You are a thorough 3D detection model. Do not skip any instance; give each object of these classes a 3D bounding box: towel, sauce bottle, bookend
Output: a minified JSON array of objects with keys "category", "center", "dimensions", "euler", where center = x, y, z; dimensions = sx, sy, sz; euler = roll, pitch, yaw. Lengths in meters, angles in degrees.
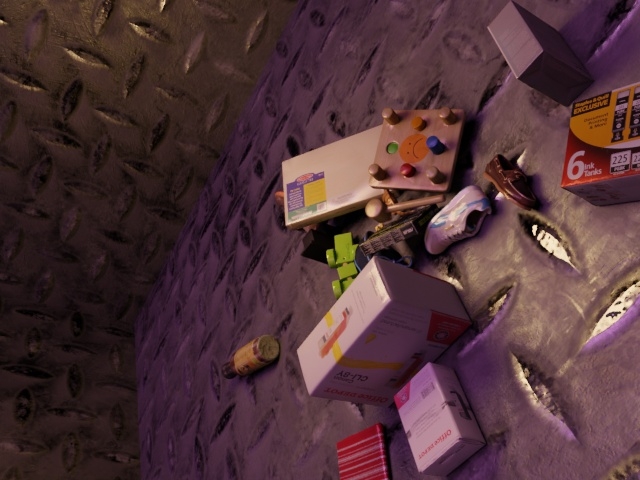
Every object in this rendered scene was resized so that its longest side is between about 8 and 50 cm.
[{"category":"towel","center":[0.125,0.663,1.684],"dimensions":[0.199,0.031,0.275],"euler":[-40,43,40]},{"category":"sauce bottle","center":[-0.289,0.476,2.426],"dimensions":[0.344,0.111,0.111],"euler":[-38,42,47]},{"category":"bookend","center":[0.000,0.000,2.158],"dimensions":[0.072,0.157,0.156],"euler":[-52,35,30]}]

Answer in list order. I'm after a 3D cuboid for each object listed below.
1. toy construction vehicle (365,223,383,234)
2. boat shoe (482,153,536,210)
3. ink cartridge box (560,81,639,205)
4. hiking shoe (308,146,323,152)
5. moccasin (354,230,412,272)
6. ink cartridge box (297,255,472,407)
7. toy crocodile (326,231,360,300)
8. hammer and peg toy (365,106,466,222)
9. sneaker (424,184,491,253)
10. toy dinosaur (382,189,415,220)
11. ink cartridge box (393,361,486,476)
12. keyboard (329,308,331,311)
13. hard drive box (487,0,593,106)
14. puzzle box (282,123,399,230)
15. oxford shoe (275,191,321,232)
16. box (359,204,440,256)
[{"category":"toy construction vehicle","center":[0.181,-0.007,1.977],"dimensions":[0.086,0.035,0.098],"euler":[-47,37,36]},{"category":"boat shoe","center":[0.475,-0.150,1.517],"dimensions":[0.073,0.073,0.207],"euler":[-60,31,23]},{"category":"ink cartridge box","center":[0.657,-0.230,1.196],"dimensions":[0.309,0.130,0.272],"euler":[-10,64,58]},{"category":"hiking shoe","center":[0.001,-0.307,2.381],"dimensions":[0.304,0.113,0.132],"euler":[16,88,61]},{"category":"moccasin","center":[0.183,0.075,1.801],"dimensions":[0.342,0.137,0.117],"euler":[46,130,54]},{"category":"ink cartridge box","center":[0.160,0.259,1.609],"dimensions":[0.385,0.279,0.160],"euler":[-54,35,29]},{"category":"toy crocodile","center":[0.094,0.110,1.999],"dimensions":[0.115,0.105,0.341],"euler":[-15,48,7]},{"category":"hammer and peg toy","center":[0.274,-0.213,1.767],"dimensions":[0.266,0.127,0.361],"euler":[6,76,32]},{"category":"sneaker","center":[0.364,-0.039,1.633],"dimensions":[0.229,0.087,0.092],"euler":[-55,37,32]},{"category":"toy dinosaur","center":[0.219,-0.108,1.859],"dimensions":[0.112,0.064,0.211],"euler":[85,167,-44]},{"category":"ink cartridge box","center":[0.284,0.435,1.480],"dimensions":[0.158,0.092,0.218],"euler":[-53,32,29]},{"category":"keyboard","center":[0.055,0.296,2.015],"dimensions":[0.108,0.023,0.180],"euler":[-64,23,0]},{"category":"hard drive box","center":[0.534,-0.459,1.490],"dimensions":[0.089,0.181,0.232],"euler":[-48,35,37]},{"category":"puzzle box","center":[0.058,-0.214,2.084],"dimensions":[0.409,0.052,0.272],"euler":[-17,60,22]},{"category":"oxford shoe","center":[-0.100,-0.112,2.434],"dimensions":[0.363,0.130,0.133],"euler":[28,104,61]},{"category":"box","center":[0.230,-0.033,1.748],"dimensions":[0.190,0.045,0.184],"euler":[-25,8,36]}]
